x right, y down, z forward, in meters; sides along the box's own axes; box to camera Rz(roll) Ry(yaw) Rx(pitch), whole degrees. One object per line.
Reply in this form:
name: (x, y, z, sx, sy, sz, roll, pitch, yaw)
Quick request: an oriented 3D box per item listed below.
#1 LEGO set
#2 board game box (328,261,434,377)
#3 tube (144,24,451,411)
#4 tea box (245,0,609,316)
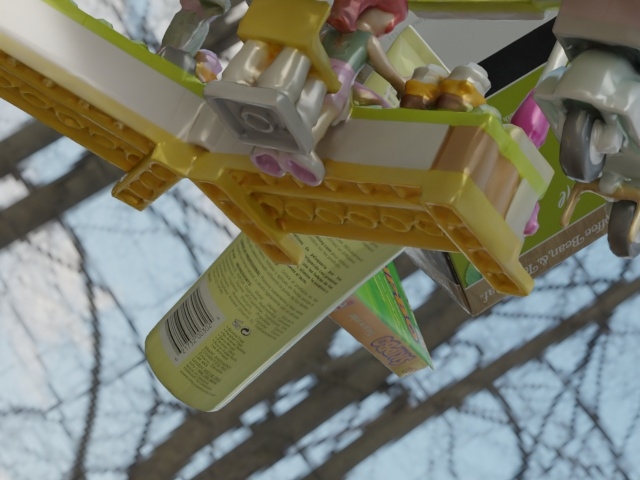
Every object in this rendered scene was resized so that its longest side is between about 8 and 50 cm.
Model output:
LEGO set: (-0.025, -0.074, 0.479, 0.287, 0.107, 0.132, 18, -22, 20)
board game box: (0.021, 0.019, 1.300, 0.259, 0.039, 0.124, 40, 27, -60)
tube: (0.000, 0.000, 0.917, 0.070, 0.240, 0.062, 30, 30, -27)
tea box: (0.106, -0.164, 1.609, 0.329, 0.220, 0.323, 45, -18, 54)
